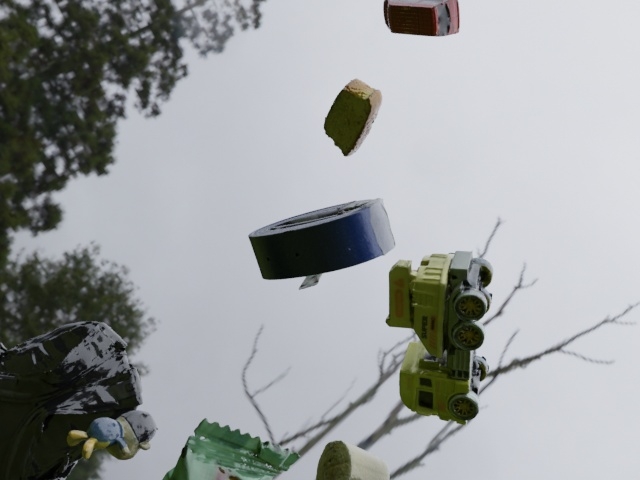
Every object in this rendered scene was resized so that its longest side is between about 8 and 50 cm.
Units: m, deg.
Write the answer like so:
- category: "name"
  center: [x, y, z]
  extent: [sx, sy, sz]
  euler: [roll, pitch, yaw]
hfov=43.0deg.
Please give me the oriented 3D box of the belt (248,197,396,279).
- category: "belt"
  center: [0.000, 0.000, 1.792]
  extent: [0.346, 0.212, 0.117]
  euler: [-11, -80, 40]

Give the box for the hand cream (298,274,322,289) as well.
- category: "hand cream"
  center: [-0.004, 0.069, 1.993]
  extent: [0.057, 0.165, 0.037]
  euler: [-19, -68, 31]

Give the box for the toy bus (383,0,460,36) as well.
- category: "toy bus"
  center: [0.192, -0.461, 1.669]
  extent: [0.195, 0.089, 0.081]
  euler: [22, -52, 46]

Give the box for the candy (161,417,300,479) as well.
- category: "candy"
  center: [-0.247, 0.516, 1.558]
  extent: [0.263, 0.398, 0.172]
  euler: [32, 7, -48]

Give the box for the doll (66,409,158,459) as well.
- category: "doll"
  center: [-0.365, 0.353, 1.452]
  extent: [0.102, 0.179, 0.089]
  euler: [24, -72, 38]

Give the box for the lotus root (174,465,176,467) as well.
- category: "lotus root"
  center: [-0.313, 0.637, 1.936]
  extent: [0.186, 0.186, 0.186]
  euler: [33, -37, 29]

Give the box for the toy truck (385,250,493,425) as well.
- category: "toy truck"
  center: [0.182, 0.145, 1.265]
  extent: [0.157, 0.124, 0.272]
  euler: [6, -62, 16]

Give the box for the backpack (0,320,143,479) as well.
- category: "backpack"
  center: [-0.624, 0.368, 1.854]
  extent: [0.363, 0.445, 0.255]
  euler: [57, -7, 10]

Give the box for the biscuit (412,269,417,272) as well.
- category: "biscuit"
  center: [0.194, 0.107, 1.782]
  extent: [0.015, 0.078, 0.091]
  euler: [19, -87, 49]

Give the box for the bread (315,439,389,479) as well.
- category: "bread"
  center: [0.069, 0.541, 1.832]
  extent: [0.134, 0.148, 0.141]
  euler: [-34, -50, 31]

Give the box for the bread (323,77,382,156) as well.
- category: "bread"
  center: [0.071, -0.282, 1.881]
  extent: [0.103, 0.065, 0.187]
  euler: [40, -47, 9]
